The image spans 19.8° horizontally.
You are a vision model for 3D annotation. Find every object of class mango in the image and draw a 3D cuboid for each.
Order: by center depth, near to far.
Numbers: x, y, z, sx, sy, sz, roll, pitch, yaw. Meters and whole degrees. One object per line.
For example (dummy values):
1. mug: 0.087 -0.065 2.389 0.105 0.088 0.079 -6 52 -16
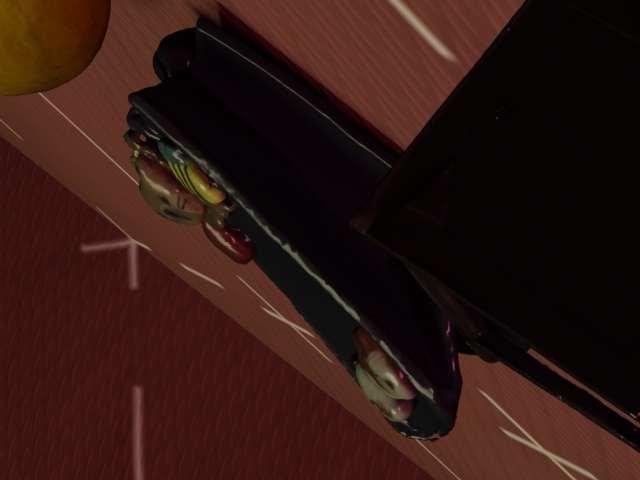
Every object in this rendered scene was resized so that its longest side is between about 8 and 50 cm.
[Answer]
1. mango: -0.230 -0.190 1.254 0.195 0.142 0.331 36 169 -6

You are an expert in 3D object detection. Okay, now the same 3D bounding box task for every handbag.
1. handbag: 0.000 0.000 1.310 0.329 0.122 0.303 41 172 6

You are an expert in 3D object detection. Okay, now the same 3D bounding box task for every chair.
1. chair: 0.107 -0.021 0.666 0.154 0.141 0.260 34 173 34
